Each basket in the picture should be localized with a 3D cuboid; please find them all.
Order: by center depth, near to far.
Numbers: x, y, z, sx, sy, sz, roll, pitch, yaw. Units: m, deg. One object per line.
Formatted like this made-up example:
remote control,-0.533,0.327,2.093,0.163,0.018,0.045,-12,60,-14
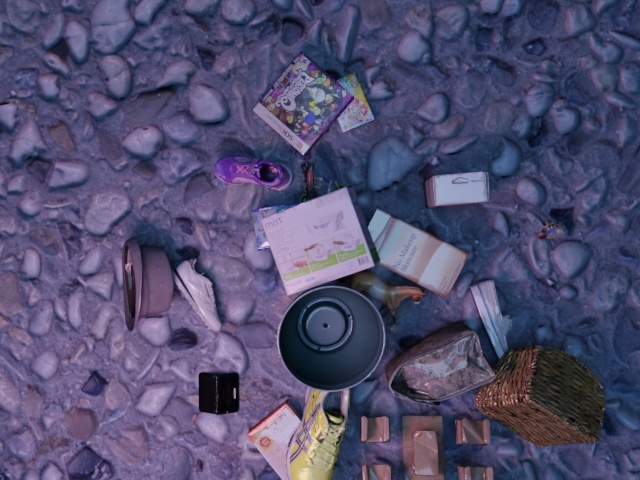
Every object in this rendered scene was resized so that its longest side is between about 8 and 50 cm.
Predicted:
basket,0.629,0.435,1.857,0.299,0.223,0.213,32,59,-16

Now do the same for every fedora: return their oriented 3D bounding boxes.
fedora,-0.506,0.125,1.912,0.125,0.244,0.275,-3,80,-26

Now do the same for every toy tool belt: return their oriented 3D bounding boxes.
toy tool belt,0.681,-0.033,1.920,0.084,0.052,0.051,-6,59,0

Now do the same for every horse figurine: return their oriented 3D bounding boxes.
horse figurine,0.158,0.155,1.893,0.263,0.066,0.174,29,131,11

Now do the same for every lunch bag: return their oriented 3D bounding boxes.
lunch bag,0.320,0.361,1.840,0.287,0.235,0.168,-24,89,3
lunch bag,-0.116,-0.041,1.930,0.151,0.096,0.128,-11,89,12

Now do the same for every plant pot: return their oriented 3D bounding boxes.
plant pot,0.021,0.256,1.835,0.294,0.196,0.292,-1,96,-6

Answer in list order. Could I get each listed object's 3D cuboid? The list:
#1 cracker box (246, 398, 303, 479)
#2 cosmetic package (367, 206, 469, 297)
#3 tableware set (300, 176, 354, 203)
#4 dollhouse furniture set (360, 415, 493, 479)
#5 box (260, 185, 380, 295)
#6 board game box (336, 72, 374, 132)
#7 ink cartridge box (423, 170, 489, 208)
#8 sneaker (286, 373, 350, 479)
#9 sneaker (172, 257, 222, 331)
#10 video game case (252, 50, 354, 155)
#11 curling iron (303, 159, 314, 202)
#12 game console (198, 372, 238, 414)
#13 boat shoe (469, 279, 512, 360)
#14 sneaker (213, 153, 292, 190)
cracker box,-0.087,0.618,1.945,0.156,0.067,0.232,-39,88,1
cosmetic package,0.263,0.032,1.894,0.296,0.129,0.153,26,94,3
tableware set,0.020,-0.133,1.958,0.154,0.024,0.103,16,91,2
dollhouse furniture set,0.299,0.717,1.889,0.363,0.256,0.393,0,69,2
box,0.000,0.000,1.798,0.262,0.127,0.230,-21,89,13
board game box,0.086,-0.413,1.952,0.104,0.026,0.154,-23,89,3
ink cartridge box,0.383,-0.142,1.848,0.153,0.208,0.086,-4,90,3
sneaker,-0.001,0.555,1.845,0.145,0.147,0.384,13,73,-16
sneaker,-0.355,0.166,1.952,0.095,0.090,0.235,-34,94,-17
video game case,-0.052,-0.407,1.935,0.210,0.042,0.232,43,100,4
curling iron,-0.028,-0.104,1.931,0.035,0.068,0.273,-2,103,5
game console,-0.311,0.464,1.984,0.107,0.071,0.122,-1,91,-27
boat shoe,0.520,0.241,1.901,0.084,0.095,0.257,-21,90,7
sneaker,-0.204,-0.208,1.929,0.237,0.104,0.095,9,92,4
